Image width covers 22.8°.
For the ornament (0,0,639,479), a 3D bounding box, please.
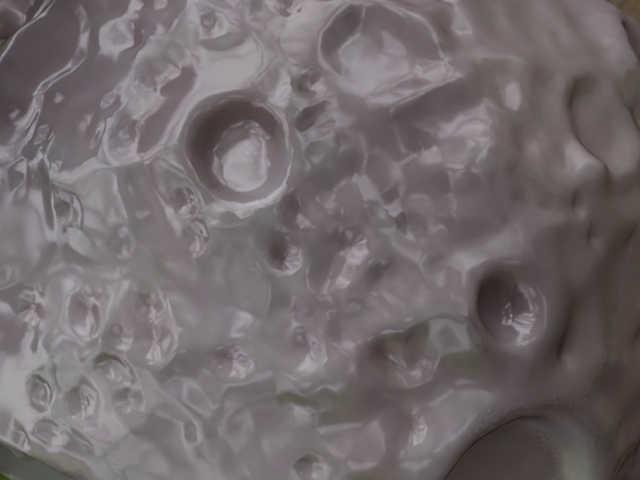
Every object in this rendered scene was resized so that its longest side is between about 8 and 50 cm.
[{"bbox_3d":[0.000,0.000,0.506,0.259,0.259,0.225,13,66,43],"label":"ornament"}]
